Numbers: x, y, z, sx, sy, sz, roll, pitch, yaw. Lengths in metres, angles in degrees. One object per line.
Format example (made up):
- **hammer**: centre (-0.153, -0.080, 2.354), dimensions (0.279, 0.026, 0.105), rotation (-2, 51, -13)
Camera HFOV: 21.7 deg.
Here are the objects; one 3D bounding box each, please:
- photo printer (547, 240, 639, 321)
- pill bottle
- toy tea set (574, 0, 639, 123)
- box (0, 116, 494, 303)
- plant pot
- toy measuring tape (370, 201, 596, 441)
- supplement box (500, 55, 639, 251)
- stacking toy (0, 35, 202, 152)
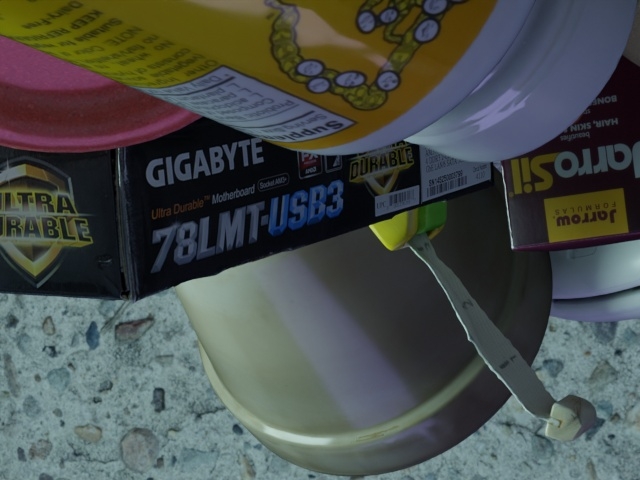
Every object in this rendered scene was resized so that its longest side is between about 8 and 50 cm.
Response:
- **photo printer**: centre (0.319, -0.051, 1.502), dimensions (0.307, 0.107, 0.256), rotation (-50, -160, -28)
- **pill bottle**: centre (-0.017, -0.088, 0.406), dimensions (0.118, 0.117, 0.208), rotation (-9, 159, 43)
- **toy tea set**: centre (0.126, -0.156, 0.810), dimensions (0.200, 0.124, 0.336), rotation (27, 166, -24)
- **box**: centre (-0.112, -0.035, 0.791), dimensions (0.296, 0.073, 0.293), rotation (1, -171, 34)
- **plant pot**: centre (0.000, 0.000, 1.397), dimensions (0.323, 0.323, 0.280), rotation (-8, 149, 23)
- **toy measuring tape**: centre (0.082, -0.041, 0.986), dimensions (0.121, 0.330, 0.121), rotation (-37, 170, -7)
- **supplement box**: centre (0.168, -0.091, 1.038), dimensions (0.104, 0.188, 0.081), rotation (-8, 176, 27)
- **stacking toy**: centre (-0.181, -0.134, 0.521), dimensions (0.309, 0.130, 0.279), rotation (-11, 146, 5)
